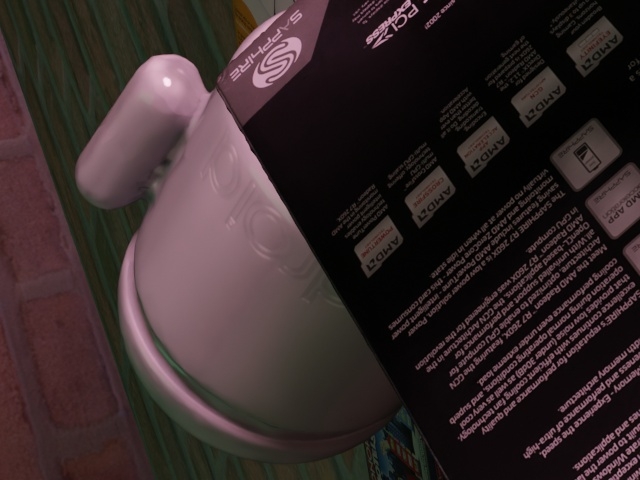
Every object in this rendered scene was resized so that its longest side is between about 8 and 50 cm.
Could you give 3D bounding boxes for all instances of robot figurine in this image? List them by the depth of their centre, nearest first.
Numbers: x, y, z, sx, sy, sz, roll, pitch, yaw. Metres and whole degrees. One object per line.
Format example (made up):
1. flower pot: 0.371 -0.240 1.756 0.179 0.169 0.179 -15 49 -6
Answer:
1. robot figurine: 0.000 0.000 1.066 0.300 0.200 0.353 32 135 -1

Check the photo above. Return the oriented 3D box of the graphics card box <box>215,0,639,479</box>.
1. graphics card box: 0.121 -0.016 0.681 0.094 0.233 0.371 36 -164 -44

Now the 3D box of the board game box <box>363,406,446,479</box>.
1. board game box: 0.065 0.111 1.299 0.194 0.060 0.194 -143 41 -67

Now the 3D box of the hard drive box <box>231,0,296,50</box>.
1. hard drive box: 0.002 -0.204 1.180 0.181 0.089 0.232 -130 29 -55
